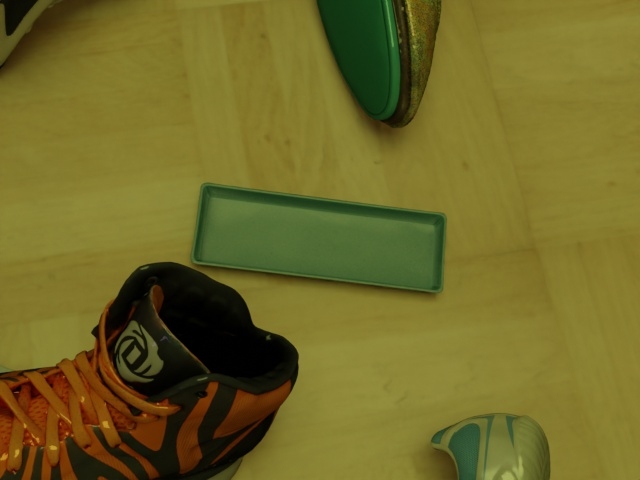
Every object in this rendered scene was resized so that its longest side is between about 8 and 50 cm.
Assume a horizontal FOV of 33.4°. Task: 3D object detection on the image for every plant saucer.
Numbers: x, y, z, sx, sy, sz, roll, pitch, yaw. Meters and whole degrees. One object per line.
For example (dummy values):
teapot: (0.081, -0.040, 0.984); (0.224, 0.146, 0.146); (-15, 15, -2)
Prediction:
plant saucer: (0.000, 0.000, 0.817); (0.192, 0.018, 0.067); (7, 69, -3)

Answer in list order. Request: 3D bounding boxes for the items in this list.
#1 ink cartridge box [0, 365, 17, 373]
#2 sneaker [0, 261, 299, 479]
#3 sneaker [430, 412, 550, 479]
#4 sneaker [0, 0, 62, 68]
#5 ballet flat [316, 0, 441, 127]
ink cartridge box: (-0.275, 0.115, 0.724); (0.123, 0.052, 0.088); (18, 69, 2)
sneaker: (-0.156, 0.090, 0.623); (0.321, 0.180, 0.124); (-8, 58, -37)
sneaker: (0.121, 0.237, 0.718); (0.086, 0.085, 0.237); (-11, 75, 29)
sneaker: (-0.237, -0.204, 0.832); (0.094, 0.153, 0.235); (52, 35, -7)
ballet flat: (0.036, -0.257, 0.872); (0.123, 0.123, 0.348); (-20, 73, -13)
